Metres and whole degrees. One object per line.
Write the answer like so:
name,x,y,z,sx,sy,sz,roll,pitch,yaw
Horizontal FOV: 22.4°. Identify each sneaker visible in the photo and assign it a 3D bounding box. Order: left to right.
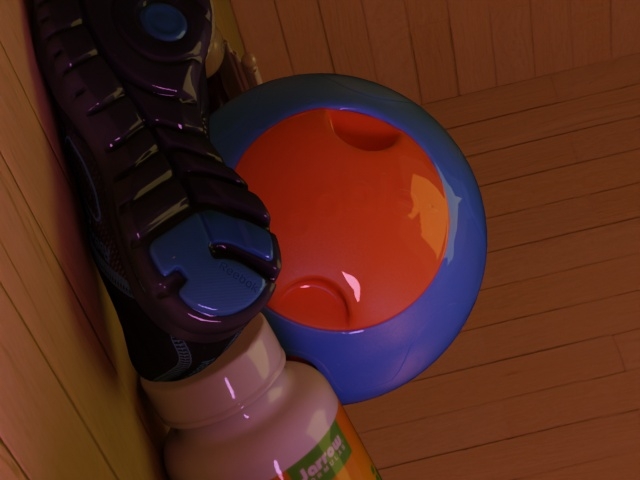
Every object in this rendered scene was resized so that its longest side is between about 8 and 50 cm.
sneaker,-0.131,-0.067,1.089,0.139,0.125,0.340,123,-42,-52

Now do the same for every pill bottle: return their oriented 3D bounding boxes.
pill bottle,-0.032,0.176,1.196,0.136,0.136,0.245,-100,163,-67

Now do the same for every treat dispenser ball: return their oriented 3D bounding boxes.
treat dispenser ball,0.000,0.000,1.403,0.288,0.288,0.288,-13,90,-88

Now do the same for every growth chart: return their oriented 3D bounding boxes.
growth chart,-0.123,-0.200,1.795,0.237,0.021,0.172,43,-18,31

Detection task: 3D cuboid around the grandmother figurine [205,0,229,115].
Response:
grandmother figurine,-0.121,-0.134,1.724,0.208,0.104,0.342,59,-11,34
